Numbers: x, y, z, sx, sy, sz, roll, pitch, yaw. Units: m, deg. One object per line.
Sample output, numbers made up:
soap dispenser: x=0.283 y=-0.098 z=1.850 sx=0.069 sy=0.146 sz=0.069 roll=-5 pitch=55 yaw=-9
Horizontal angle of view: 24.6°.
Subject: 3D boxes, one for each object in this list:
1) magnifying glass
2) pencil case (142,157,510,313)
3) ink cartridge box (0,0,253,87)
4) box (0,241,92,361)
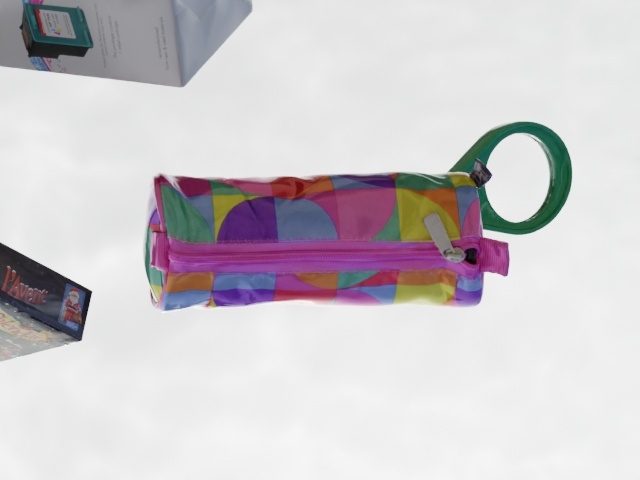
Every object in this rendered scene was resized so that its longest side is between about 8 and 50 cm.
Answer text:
magnifying glass: x=0.105 y=-0.031 z=1.165 sx=0.231 sy=0.092 sz=0.026 roll=-20 pitch=-166 yaw=-28
pencil case: x=0.000 y=0.000 z=0.983 sx=0.236 sy=0.104 sz=0.104 roll=-2 pitch=-153 yaw=-7
ink cartridge box: x=-0.182 y=-0.188 z=1.097 sx=0.231 sy=0.078 sz=0.134 roll=9 pitch=-144 yaw=20
box: x=-0.309 y=0.025 z=1.084 sx=0.159 sy=0.233 sz=0.044 roll=-15 pitch=-125 yaw=39
